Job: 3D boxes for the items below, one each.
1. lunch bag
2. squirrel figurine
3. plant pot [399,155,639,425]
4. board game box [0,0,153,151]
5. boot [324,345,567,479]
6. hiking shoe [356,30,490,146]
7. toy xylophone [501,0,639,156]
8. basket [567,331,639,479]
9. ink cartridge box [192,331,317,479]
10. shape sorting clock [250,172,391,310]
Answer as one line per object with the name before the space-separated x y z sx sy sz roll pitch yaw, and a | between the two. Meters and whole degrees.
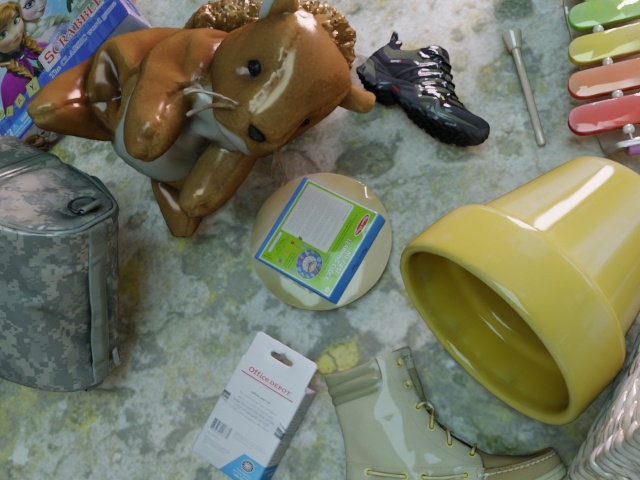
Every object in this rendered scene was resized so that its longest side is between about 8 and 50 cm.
lunch bag | -0.392 0.043 0.809 0.256 0.212 0.305 25 124 19
squirrel figurine | -0.104 -0.223 0.785 0.370 0.281 0.397 -12 38 44
plant pot | 0.262 0.036 0.682 0.239 0.254 0.254 -37 68 -15
board game box | -0.490 -0.366 1.044 0.318 0.066 0.318 -43 68 12
boot | 0.143 0.227 0.727 0.261 0.095 0.204 -17 69 14
hiking shoe | 0.161 -0.226 0.854 0.227 0.086 0.114 38 90 22
toy xylophone | 0.390 -0.246 0.802 0.236 0.081 0.323 -18 70 10
basket | 0.447 0.157 0.511 0.331 0.266 0.328 34 63 18
ink cartridge box | -0.079 0.227 0.799 0.104 0.060 0.180 27 83 21
shape sorting clock | 0.000 0.000 0.855 0.206 0.040 0.206 -4 70 11
